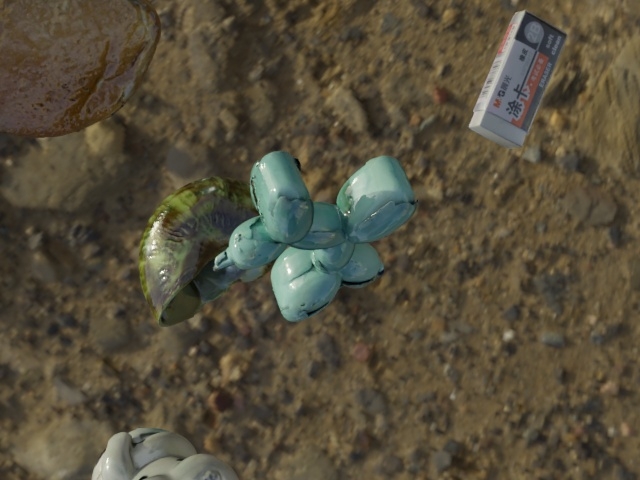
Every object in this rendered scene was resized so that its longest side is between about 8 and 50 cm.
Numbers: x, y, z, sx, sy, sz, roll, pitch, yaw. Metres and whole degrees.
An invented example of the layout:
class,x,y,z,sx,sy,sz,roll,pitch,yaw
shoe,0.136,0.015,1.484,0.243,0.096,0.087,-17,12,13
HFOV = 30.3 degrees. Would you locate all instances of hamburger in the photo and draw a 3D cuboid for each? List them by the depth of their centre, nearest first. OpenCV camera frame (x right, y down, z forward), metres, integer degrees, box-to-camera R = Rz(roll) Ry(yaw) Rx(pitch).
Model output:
class,x,y,z,sx,sy,sz,roll,pitch,yaw
hamburger,-0.303,-0.260,1.292,0.245,0.211,0.260,-29,138,11

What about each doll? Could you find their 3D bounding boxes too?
class,x,y,z,sx,sy,sz,roll,pitch,yaw
doll,0.000,0.000,0.892,0.158,0.159,0.059,-51,49,39
doll,-0.142,0.226,1.053,0.181,0.110,0.106,24,133,56

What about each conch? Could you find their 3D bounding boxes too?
class,x,y,z,sx,sy,sz,roll,pitch,yaw
conch,-0.134,0.007,1.420,0.124,0.181,0.187,46,111,30

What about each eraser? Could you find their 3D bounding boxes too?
class,x,y,z,sx,sy,sz,roll,pitch,yaw
eraser,0.185,-0.151,1.108,0.052,0.029,0.122,25,83,-17
